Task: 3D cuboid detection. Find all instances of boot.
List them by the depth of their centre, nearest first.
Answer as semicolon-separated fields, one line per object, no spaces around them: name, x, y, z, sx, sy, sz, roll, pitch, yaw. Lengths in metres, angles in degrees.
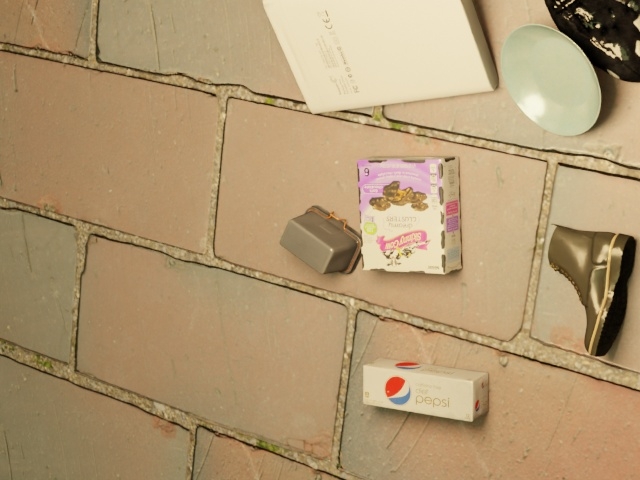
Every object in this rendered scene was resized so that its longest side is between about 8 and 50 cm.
boot;0.417;0.076;1.958;0.137;0.077;0.198;15;93;34

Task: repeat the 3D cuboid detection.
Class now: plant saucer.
plant saucer;0.367;-0.256;1.911;0.195;0.037;0.195;37;146;30

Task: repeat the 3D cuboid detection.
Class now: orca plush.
orca plush;0.403;-0.360;1.861;0.151;0.102;0.287;-25;85;33

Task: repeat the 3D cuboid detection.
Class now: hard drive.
hard drive;0.098;-0.335;2.036;0.353;0.047;0.233;-3;126;33

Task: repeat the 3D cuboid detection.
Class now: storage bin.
storage bin;0.000;0.000;2.191;0.135;0.091;0.098;35;115;22

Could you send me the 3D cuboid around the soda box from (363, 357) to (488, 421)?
soda box;0.182;0.258;2.134;0.216;0.069;0.074;5;101;31

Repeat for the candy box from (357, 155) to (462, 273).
candy box;0.153;-0.045;2.096;0.164;0.070;0.196;2;99;32
